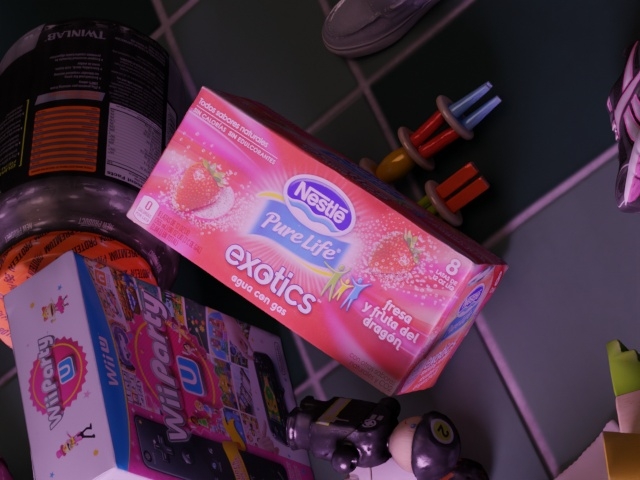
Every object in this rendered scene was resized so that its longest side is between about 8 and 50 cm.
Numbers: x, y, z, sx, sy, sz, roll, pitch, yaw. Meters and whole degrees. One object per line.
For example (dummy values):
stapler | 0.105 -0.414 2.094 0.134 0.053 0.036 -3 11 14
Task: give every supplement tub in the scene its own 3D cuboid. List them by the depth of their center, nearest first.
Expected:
supplement tub | -0.241 -0.049 1.939 0.207 0.207 0.338 -30 39 26

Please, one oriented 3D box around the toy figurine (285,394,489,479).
toy figurine | 0.053 0.248 1.638 0.148 0.209 0.213 7 71 25

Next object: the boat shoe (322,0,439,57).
boat shoe | 0.081 -0.266 1.909 0.227 0.081 0.079 -32 55 24

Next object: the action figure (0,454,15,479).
action figure | -0.329 0.305 1.888 0.276 0.248 0.370 -42 54 16

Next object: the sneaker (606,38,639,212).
sneaker | 0.288 -0.103 1.701 0.077 0.072 0.178 -5 61 50

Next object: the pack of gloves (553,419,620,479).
pack of gloves | 0.302 0.201 1.554 0.195 0.046 0.232 -47 45 9

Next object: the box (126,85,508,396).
box | 0.000 0.000 1.739 0.300 0.154 0.142 34 98 16

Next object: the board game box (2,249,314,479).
board game box | -0.138 0.164 1.756 0.097 0.303 0.224 -32 56 26

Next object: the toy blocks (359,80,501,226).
toy blocks | 0.119 -0.074 1.819 0.148 0.054 0.123 -39 52 19

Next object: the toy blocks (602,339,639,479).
toy blocks | 0.369 0.222 1.373 0.261 0.191 0.381 -18 57 22
